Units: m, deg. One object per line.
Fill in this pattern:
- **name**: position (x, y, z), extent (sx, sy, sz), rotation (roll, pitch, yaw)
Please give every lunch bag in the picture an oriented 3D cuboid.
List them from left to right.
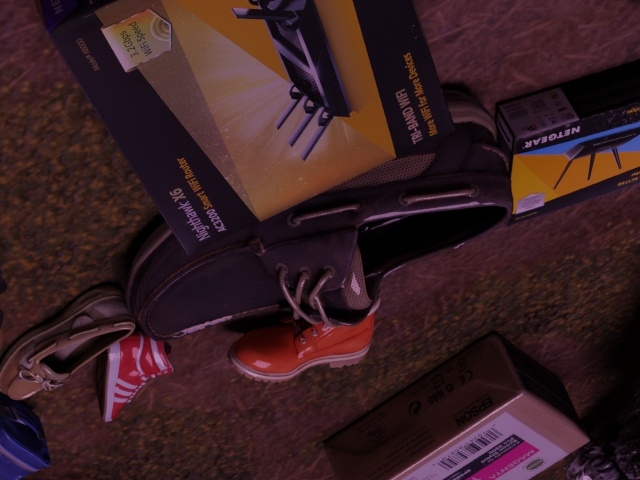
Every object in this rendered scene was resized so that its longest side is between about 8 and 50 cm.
- **lunch bag**: position (-0.293, 0.178, 1.590), extent (0.065, 0.067, 0.098), rotation (-30, 145, 7)

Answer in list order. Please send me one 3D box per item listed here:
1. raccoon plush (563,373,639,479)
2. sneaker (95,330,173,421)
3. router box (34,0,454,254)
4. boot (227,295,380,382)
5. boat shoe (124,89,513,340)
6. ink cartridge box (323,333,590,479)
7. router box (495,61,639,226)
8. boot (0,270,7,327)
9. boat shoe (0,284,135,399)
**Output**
- **raccoon plush**: position (0.373, 0.134, 1.919), extent (0.216, 0.299, 0.446), rotation (-15, -179, -40)
- **sneaker**: position (-0.173, 0.126, 1.616), extent (0.067, 0.042, 0.118), rotation (-7, 141, -19)
- **router box**: position (-0.049, -0.141, 1.290), extent (0.243, 0.081, 0.309), rotation (-25, 147, 1)
- **boot**: position (-0.014, 0.084, 1.652), extent (0.158, 0.059, 0.084), rotation (-12, 142, -33)
- **boat shoe**: position (0.000, 0.000, 1.471), extent (0.355, 0.130, 0.132), rotation (-28, 146, 5)
- **ink cartridge box**: position (0.153, 0.223, 1.915), extent (0.235, 0.088, 0.193), rotation (-36, 144, 15)
- **router box**: position (0.245, -0.091, 1.576), extent (0.179, 0.046, 0.133), rotation (-18, 146, -10)
- **boot**: position (-0.333, 0.022, 1.357), extent (0.161, 0.083, 0.246), rotation (-21, 153, -17)
- **boat shoe**: position (-0.227, 0.100, 1.541), extent (0.153, 0.048, 0.056), rotation (-36, 145, 16)
